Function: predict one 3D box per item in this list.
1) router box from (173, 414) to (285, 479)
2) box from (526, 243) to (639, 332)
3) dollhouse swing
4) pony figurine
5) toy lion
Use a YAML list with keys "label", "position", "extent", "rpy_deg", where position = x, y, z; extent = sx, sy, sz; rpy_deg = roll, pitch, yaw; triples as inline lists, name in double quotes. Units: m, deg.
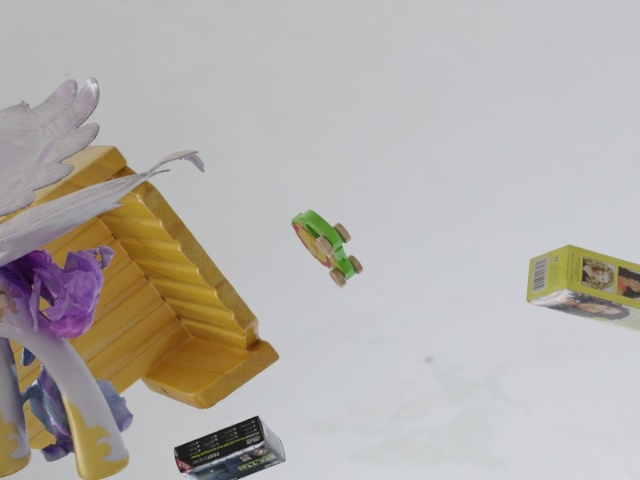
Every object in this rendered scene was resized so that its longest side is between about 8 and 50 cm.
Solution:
- label: "router box"
  position: [-0.116, 0.277, 1.665]
  extent: [0.122, 0.038, 0.092]
  rpy_deg: [-22, -30, 6]
- label: "box"
  position: [0.363, 0.066, 1.520]
  extent: [0.232, 0.058, 0.087]
  rpy_deg: [14, -19, -20]
- label: "dollhouse swing"
  position: [-0.312, 0.106, 1.639]
  extent: [0.305, 0.315, 0.347]
  rpy_deg: [-43, -68, -20]
- label: "pony figurine"
  position: [-0.276, 0.037, 1.018]
  extent: [0.351, 0.303, 0.363]
  rpy_deg: [-23, -67, -24]
- label: "toy lion"
  position: [0.000, 0.000, 1.397]
  extent: [0.034, 0.096, 0.100]
  rpy_deg: [-40, -34, -12]
